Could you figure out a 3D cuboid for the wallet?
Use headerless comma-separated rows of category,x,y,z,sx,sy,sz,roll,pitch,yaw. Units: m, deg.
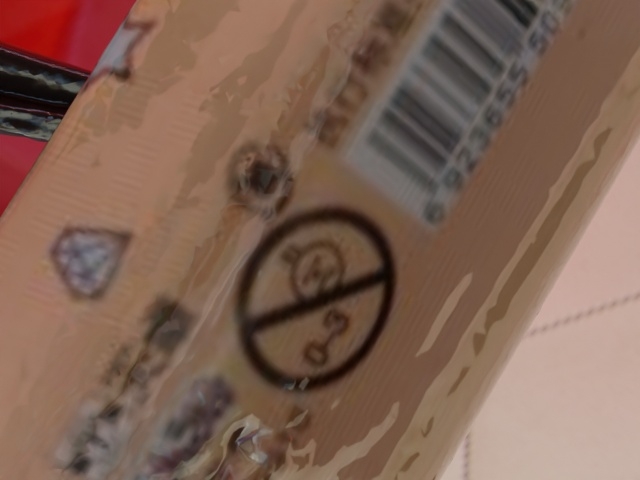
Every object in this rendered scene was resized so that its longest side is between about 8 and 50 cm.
wallet,-0.213,-0.097,0.922,0.229,0.182,0.049,27,102,62

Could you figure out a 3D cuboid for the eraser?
eraser,0.000,0.000,0.519,0.087,0.171,0.290,24,81,51
